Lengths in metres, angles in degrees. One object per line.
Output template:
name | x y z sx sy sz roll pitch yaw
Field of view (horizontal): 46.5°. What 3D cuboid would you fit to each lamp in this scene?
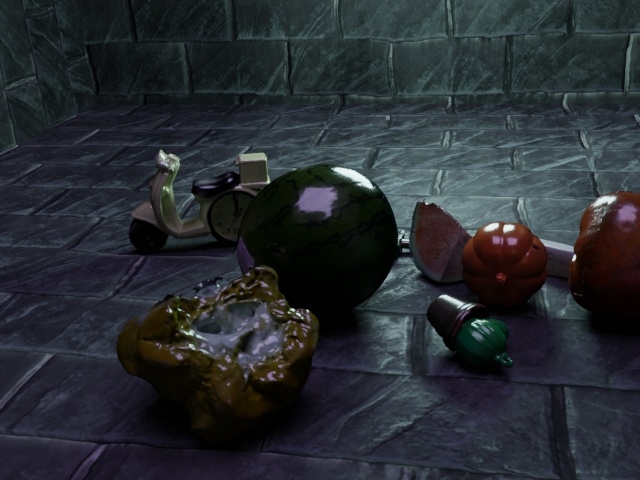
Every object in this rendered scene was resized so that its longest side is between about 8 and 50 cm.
lamp | 0.398 0.055 1.616 0.187 0.188 0.164 5 27 18

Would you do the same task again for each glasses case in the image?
glasses case | 0.538 0.039 1.768 0.193 0.074 0.049 16 30 37

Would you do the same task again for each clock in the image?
clock | -0.323 -0.108 1.982 0.378 0.277 0.120 -3 22 -9

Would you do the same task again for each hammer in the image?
hammer | 0.347 0.018 1.898 0.365 0.044 0.111 4 23 11

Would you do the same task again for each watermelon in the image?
watermelon | 0.000 0.000 1.616 0.363 0.363 0.363 -3 23 1
watermelon | 0.290 0.023 1.807 0.146 0.128 0.231 -45 46 0

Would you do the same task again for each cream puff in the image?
cream puff | -0.179 0.211 1.316 0.323 0.270 0.274 -16 -7 -30

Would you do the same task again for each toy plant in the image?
toy plant | 0.303 0.182 1.449 0.142 0.105 0.200 -8 38 -47

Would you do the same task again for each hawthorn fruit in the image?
hawthorn fruit | 0.674 0.049 1.534 0.307 0.276 0.276 20 29 15
